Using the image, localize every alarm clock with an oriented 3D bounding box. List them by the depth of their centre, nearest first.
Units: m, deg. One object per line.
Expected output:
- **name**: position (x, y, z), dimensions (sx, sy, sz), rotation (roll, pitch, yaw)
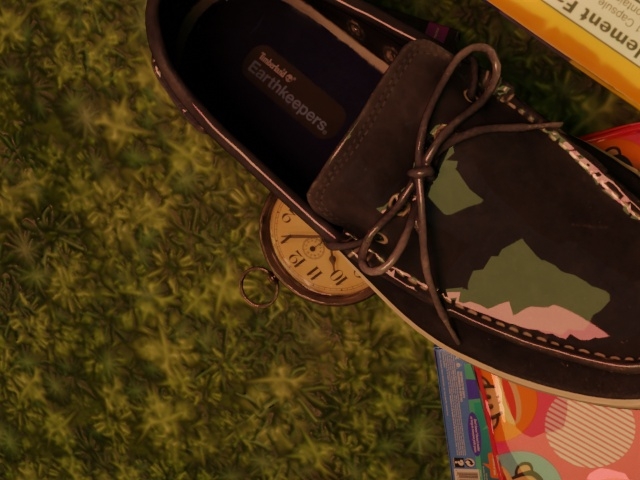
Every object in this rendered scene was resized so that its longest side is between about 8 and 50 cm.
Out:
- **alarm clock**: position (0.000, 0.000, 0.924), dimensions (0.192, 0.064, 0.129), rotation (-36, 94, 21)

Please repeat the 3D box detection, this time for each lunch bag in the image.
- **lunch bag**: position (0.241, 0.058, 0.798), dimensions (0.258, 0.120, 0.293), rotation (-15, 82, 18)

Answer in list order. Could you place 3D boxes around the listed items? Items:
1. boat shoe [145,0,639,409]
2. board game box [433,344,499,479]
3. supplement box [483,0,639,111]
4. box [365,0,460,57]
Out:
- **boat shoe**: position (0.066, -0.051, 0.732), dimensions (0.500, 0.156, 0.187), rotation (37, 92, 18)
- **board game box**: position (0.216, 0.157, 0.916), dimensions (0.210, 0.047, 0.160), rotation (-3, 106, 19)
- **supplement box**: position (0.267, -0.280, 0.677), dimensions (0.194, 0.195, 0.356), rotation (36, 113, 3)
- **box**: position (0.022, -0.146, 0.866), dimensions (0.162, 0.029, 0.116), rotation (21, 88, 9)
